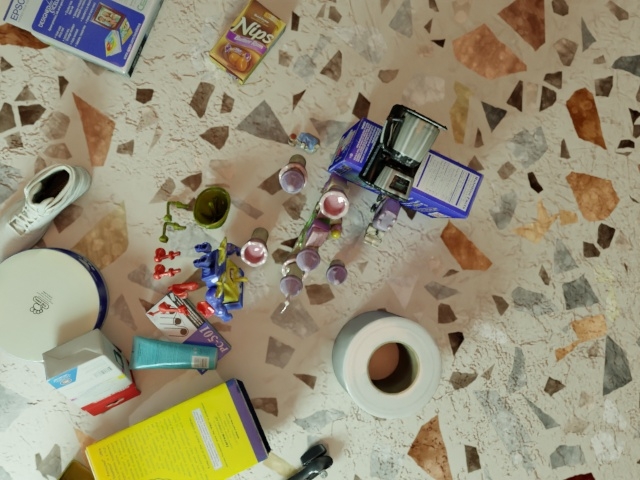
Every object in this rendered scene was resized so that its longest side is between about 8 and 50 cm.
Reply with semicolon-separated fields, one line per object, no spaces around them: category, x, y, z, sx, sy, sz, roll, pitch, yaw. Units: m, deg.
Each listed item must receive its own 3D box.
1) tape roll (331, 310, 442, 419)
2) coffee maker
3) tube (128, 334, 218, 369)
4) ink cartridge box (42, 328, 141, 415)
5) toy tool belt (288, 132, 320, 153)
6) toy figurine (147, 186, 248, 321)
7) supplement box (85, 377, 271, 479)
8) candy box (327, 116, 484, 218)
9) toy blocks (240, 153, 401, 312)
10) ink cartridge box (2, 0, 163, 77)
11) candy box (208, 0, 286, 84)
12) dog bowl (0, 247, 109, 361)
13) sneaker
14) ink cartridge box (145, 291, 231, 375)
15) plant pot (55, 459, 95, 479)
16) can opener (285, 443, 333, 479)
tape roll;0.160;0.303;1.499;0.245;0.169;0.246;0;88;-9
coffee maker;0.168;-0.184;1.263;0.120;0.171;0.178;27;102;0
tube;-0.351;0.276;1.439;0.206;0.052;0.080;5;75;-2
ink cartridge box;-0.525;0.314;1.401;0.134;0.231;0.078;-24;55;-9
toy tool belt;-0.040;-0.256;1.540;0.083;0.051;0.052;25;85;-7
toy figurine;-0.267;0.074;1.464;0.191;0.217;0.363;-16;50;12
supplement box;-0.314;0.484;1.389;0.356;0.194;0.195;-24;77;-8
candy box;0.197;-0.165;1.466;0.317;0.268;0.122;25;88;-8
toy blocks;0.000;0.000;1.390;0.308;0.260;0.289;25;113;-9
ink cartridge box;-0.555;-0.597;1.464;0.307;0.072;0.304;23;86;-5
candy box;-0.184;-0.504;1.525;0.109;0.053;0.187;36;82;-5
dog bowl;-0.642;0.148;1.411;0.264;0.104;0.265;0;88;-9
sneaker;-0.668;-0.071;1.381;0.108;0.169;0.292;43;84;-7
ink cartridge box;-0.325;0.222;1.487;0.097;0.046;0.207;-41;95;-6
plant pot;-0.572;0.677;1.369;0.212;0.212;0.187;39;95;-6
can opener;-0.048;0.601;1.524;0.186;0.073;0.059;-39;133;-5
